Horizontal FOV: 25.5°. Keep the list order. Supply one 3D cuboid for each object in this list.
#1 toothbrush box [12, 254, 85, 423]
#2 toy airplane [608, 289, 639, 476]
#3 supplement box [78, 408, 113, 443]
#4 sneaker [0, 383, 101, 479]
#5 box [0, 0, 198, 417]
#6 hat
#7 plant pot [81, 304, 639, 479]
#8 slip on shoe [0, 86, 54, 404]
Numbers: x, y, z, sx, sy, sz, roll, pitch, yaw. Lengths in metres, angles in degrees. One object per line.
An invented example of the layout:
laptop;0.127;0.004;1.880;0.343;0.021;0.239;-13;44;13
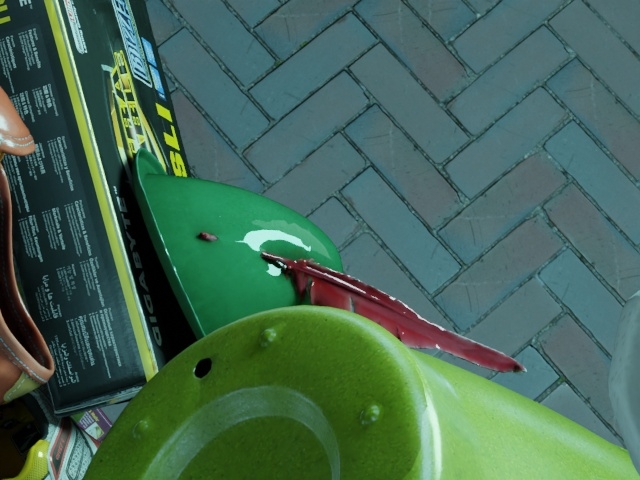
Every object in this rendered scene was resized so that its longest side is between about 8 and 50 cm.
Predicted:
toothbrush box;-0.284;-0.003;1.107;0.206;0.122;0.283;22;-26;29
toy airplane;0.112;0.197;0.371;0.384;0.272;0.386;-103;-171;-54
supplement box;-0.228;0.185;1.279;0.055;0.083;0.043;47;-10;26
sneaker;-0.213;0.101;0.918;0.225;0.088;0.093;38;-8;38
box;-0.153;-0.046;0.997;0.257;0.079;0.322;28;46;-82
hat;0.000;0.000;0.941;0.173;0.183;0.208;-103;169;-68
plant pot;0.045;0.221;0.825;0.353;0.366;0.366;43;-3;-41
slip on shoe;-0.206;-0.063;0.758;0.123;0.101;0.331;-127;-150;-81
